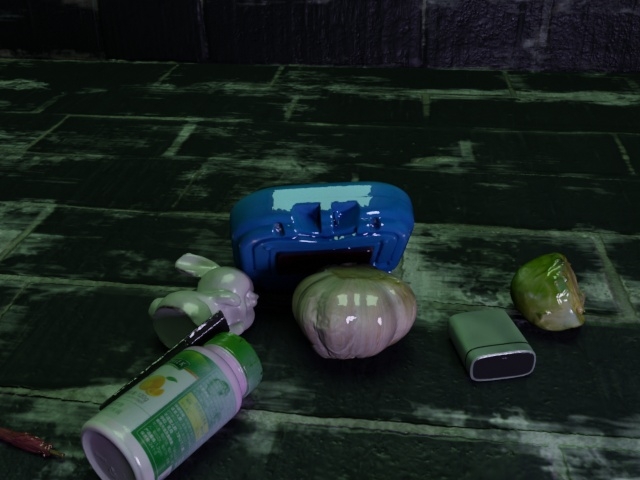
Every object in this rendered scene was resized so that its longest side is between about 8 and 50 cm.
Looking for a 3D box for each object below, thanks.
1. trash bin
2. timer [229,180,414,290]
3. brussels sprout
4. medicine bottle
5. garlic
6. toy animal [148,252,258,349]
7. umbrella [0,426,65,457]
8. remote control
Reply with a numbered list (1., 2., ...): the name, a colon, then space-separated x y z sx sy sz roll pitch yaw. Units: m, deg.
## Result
1. trash bin: 0.295 0.181 1.227 0.116 0.059 0.130 -5 29 -8
2. timer: 0.000 0.000 1.333 0.340 0.309 0.115 -3 65 -5
3. brussels sprout: 0.418 0.100 1.305 0.122 0.151 0.149 -18 47 31
4. medicine bottle: -0.210 0.248 1.051 0.133 0.133 0.274 19 34 31
5. garlic: 0.058 0.127 1.234 0.228 0.152 0.228 -5 15 1
6. toy animal: -0.218 0.119 1.286 0.178 0.127 0.193 8 33 18
7. umbrella: -0.456 0.302 1.068 0.165 0.027 0.025 12 58 17
8. remote control: -0.247 0.204 1.131 0.245 0.063 0.025 -40 60 -19
